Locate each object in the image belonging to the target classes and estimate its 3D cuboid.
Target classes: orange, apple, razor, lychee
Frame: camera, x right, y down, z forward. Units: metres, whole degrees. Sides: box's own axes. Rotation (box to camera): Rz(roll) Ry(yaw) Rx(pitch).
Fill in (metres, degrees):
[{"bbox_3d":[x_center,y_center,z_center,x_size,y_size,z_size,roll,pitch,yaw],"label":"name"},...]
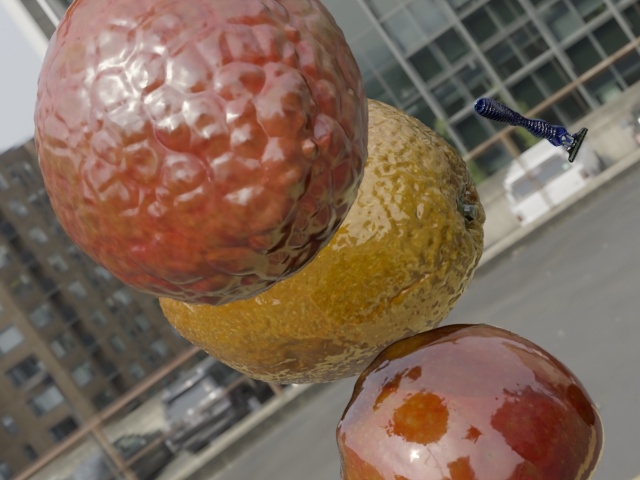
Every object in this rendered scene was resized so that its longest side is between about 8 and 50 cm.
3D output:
[{"bbox_3d":[0.000,0.000,1.394,0.356,0.322,0.322,-8,14,19],"label":"orange"},{"bbox_3d":[0.124,0.182,1.085,0.230,0.230,0.230,-35,4,3],"label":"apple"},{"bbox_3d":[0.235,-0.134,1.458,0.044,0.154,0.028,-68,25,10],"label":"razor"},{"bbox_3d":[-0.091,-0.086,0.908,0.300,0.255,0.255,21,46,39],"label":"lychee"}]
